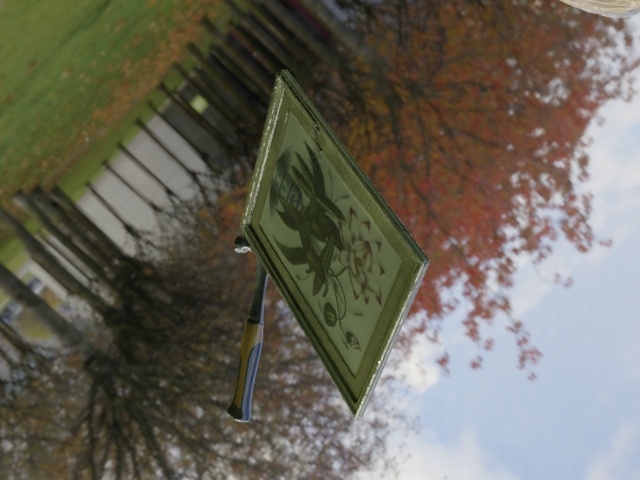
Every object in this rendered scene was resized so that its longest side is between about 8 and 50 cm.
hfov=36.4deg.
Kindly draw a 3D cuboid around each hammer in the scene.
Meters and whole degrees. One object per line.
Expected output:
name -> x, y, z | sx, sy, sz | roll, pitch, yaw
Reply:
hammer -> -0.069, 0.097, 1.052 | 0.021, 0.078, 0.200 | 11, 88, -68

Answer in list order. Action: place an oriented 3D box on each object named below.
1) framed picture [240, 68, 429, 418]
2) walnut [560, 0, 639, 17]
framed picture -> 0.000, 0.000, 0.759 | 0.010, 0.231, 0.173 | -9, 135, -29
walnut -> 0.260, -0.286, 0.895 | 0.156, 0.184, 0.155 | -24, 157, -11
